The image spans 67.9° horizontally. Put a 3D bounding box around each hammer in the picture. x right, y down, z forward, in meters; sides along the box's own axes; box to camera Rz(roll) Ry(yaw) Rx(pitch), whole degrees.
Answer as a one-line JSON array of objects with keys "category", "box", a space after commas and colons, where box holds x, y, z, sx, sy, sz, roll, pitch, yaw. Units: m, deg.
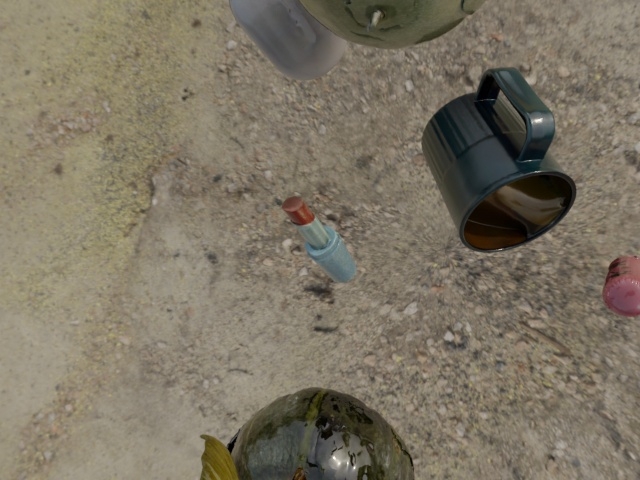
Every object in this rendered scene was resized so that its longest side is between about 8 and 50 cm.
[{"category": "hammer", "box": [0.282, 0.040, 0.434, 0.043, 0.083, 0.043, 12, 111, 33]}]

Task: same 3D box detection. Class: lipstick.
[{"category": "lipstick", "box": [0.000, 0.000, 0.866, 0.068, 0.274, 0.061, -46, 56, -6]}]

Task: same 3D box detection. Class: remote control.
[{"category": "remote control", "box": [-0.066, -0.528, 1.109, 0.221, 0.332, 0.103, -46, 40, 2]}]

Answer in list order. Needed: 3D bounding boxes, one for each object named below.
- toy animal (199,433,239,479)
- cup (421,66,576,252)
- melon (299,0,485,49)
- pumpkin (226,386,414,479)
[{"category": "toy animal", "box": [-0.093, 0.271, 0.390, 0.155, 0.219, 0.095, 41, 102, -14]}, {"category": "cup", "box": [0.362, -0.174, 1.037, 0.242, 0.308, 0.292, -25, 49, 14]}, {"category": "melon", "box": [0.071, -0.360, 0.514, 0.269, 0.268, 0.330, -3, 70, 14]}, {"category": "pumpkin", "box": [0.001, 0.387, 0.783, 0.321, 0.192, 0.320, 8, 122, 13]}]
